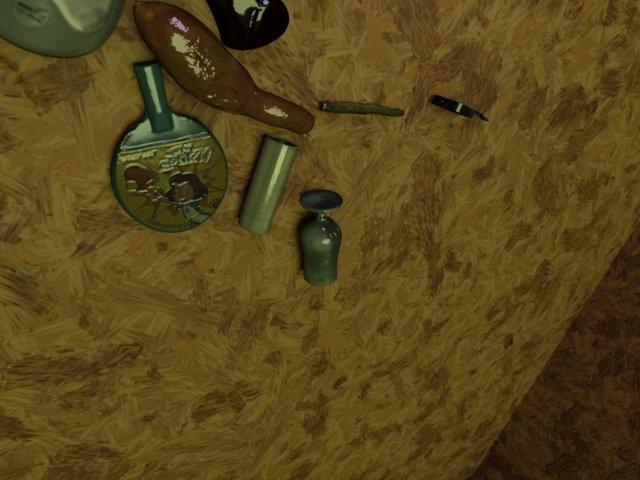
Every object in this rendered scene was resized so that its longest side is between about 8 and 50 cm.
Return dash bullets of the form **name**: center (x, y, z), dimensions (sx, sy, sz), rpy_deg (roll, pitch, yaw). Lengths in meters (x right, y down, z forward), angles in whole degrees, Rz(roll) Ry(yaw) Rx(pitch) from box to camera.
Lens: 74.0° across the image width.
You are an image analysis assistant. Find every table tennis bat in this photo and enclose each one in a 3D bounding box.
- **table tennis bat**: center (-0.283, -0.157, 0.790), dimensions (0.215, 0.044, 0.329), rpy_deg (-17, 128, -23)

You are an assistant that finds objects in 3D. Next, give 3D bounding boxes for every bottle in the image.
- **bottle**: center (-0.113, -0.116, 0.903), dimensions (0.072, 0.072, 0.201), rpy_deg (7, 114, -36)

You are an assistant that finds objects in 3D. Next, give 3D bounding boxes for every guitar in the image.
- **guitar**: center (0.376, -0.332, 1.095), dimensions (0.233, 0.088, 0.025), rpy_deg (1, 117, -44)

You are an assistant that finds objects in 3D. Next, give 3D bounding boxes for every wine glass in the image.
- **wine glass**: center (0.000, 0.000, 1.031), dimensions (0.103, 0.103, 0.231), rpy_deg (-16, 129, -24)

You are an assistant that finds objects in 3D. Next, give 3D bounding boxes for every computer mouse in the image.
- **computer mouse**: center (-0.342, -0.411, 0.555), dimensions (0.197, 0.095, 0.330), rpy_deg (18, 99, -51)

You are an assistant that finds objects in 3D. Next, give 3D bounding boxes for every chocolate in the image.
- **chocolate**: center (-0.127, -0.387, 0.719), dimensions (0.149, 0.080, 0.125), rpy_deg (26, 101, -42)

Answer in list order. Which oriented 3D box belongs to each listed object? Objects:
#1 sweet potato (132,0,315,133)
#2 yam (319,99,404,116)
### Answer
- **sweet potato**: center (-0.158, -0.275, 0.757), dimensions (0.385, 0.109, 0.109), rpy_deg (26, 102, -48)
- **yam**: center (0.101, -0.299, 0.962), dimensions (0.234, 0.029, 0.027), rpy_deg (-7, 148, -32)
